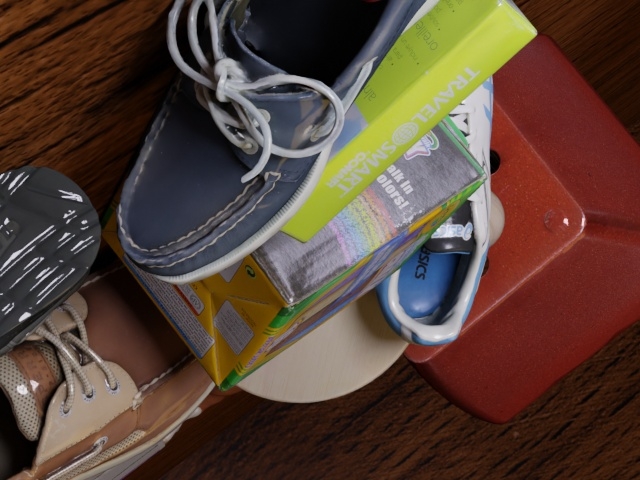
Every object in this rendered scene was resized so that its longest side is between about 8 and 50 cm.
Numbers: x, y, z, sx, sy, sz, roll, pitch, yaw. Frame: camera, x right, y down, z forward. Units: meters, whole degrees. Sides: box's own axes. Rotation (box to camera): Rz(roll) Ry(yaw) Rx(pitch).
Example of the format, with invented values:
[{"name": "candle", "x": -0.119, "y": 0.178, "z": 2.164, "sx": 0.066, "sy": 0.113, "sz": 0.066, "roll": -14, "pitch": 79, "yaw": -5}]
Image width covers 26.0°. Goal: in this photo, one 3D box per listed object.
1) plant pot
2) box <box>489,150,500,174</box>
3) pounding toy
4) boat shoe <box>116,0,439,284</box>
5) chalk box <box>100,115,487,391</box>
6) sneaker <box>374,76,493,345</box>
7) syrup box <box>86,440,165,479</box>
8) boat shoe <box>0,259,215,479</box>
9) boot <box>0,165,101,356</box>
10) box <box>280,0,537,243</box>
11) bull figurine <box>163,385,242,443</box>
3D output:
[{"name": "plant pot", "x": 0.135, "y": -0.016, "z": 1.173, "sx": 0.267, "sy": 0.267, "sz": 0.236, "roll": -41, "pitch": 162, "yaw": 17}, {"name": "box", "x": 0.211, "y": -0.060, "z": 1.469, "sx": 0.147, "sy": 0.180, "sz": 0.077, "roll": -31, "pitch": 168, "yaw": -48}, {"name": "pounding toy", "x": 0.000, "y": 0.000, "z": 1.038, "sx": 0.237, "sy": 0.183, "sz": 0.110, "roll": -43, "pitch": -162, "yaw": 2}, {"name": "boat shoe", "x": -0.016, "y": -0.082, "z": 0.627, "sx": 0.254, "sy": 0.095, "sz": 0.079, "roll": -46, "pitch": 166, "yaw": 15}, {"name": "chalk box", "x": -0.002, "y": -0.033, "z": 0.843, "sx": 0.213, "sy": 0.132, "sz": 0.132, "roll": -32, "pitch": 169, "yaw": -34}, {"name": "sneaker", "x": 0.083, "y": -0.042, "z": 0.938, "sx": 0.085, "sy": 0.237, "sz": 0.086, "roll": -2, "pitch": -164, "yaw": -18}, {"name": "syrup box", "x": -0.195, "y": 0.151, "z": 1.138, "sx": 0.096, "sy": 0.093, "sz": 0.237, "roll": -37, "pitch": 172, "yaw": -12}, {"name": "boat shoe", "x": -0.173, "y": 0.099, "z": 0.873, "sx": 0.324, "sy": 0.123, "sz": 0.116, "roll": -38, "pitch": 170, "yaw": -17}, {"name": "boot", "x": -0.208, "y": 0.063, "z": 0.672, "sx": 0.246, "sy": 0.083, "sz": 0.161, "roll": -35, "pitch": 177, "yaw": -18}, {"name": "box", "x": 0.010, "y": -0.083, "z": 0.697, "sx": 0.178, "sy": 0.109, "sz": 0.042, "roll": -41, "pitch": 141, "yaw": 16}, {"name": "bull figurine", "x": -0.080, "y": 0.090, "z": 1.304, "sx": 0.188, "sy": 0.101, "sz": 0.310, "roll": -40, "pitch": 171, "yaw": 38}]
